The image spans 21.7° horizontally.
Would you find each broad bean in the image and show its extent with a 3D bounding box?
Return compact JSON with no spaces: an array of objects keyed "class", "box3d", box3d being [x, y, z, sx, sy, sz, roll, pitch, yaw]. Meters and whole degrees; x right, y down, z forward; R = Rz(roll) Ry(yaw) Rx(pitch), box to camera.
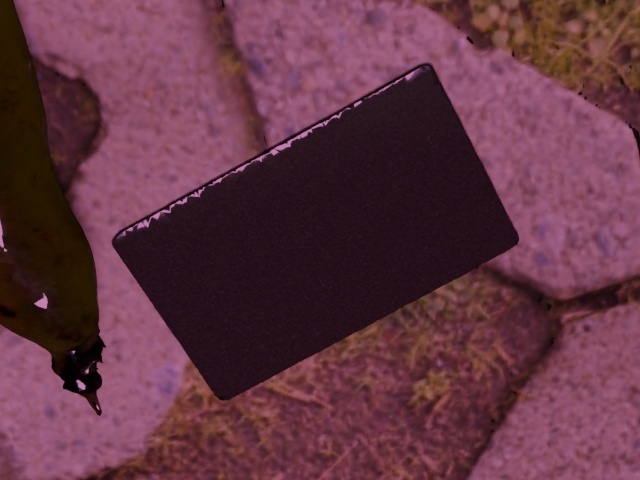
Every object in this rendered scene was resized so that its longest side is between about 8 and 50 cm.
[{"class":"broad bean","box3d":[-0.177,-0.043,0.889,0.077,0.061,0.339,-19,123,-10]}]

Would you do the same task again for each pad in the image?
[{"class":"pad","box3d":[0.000,0.000,0.987,0.211,0.003,0.143,-28,121,4]}]
